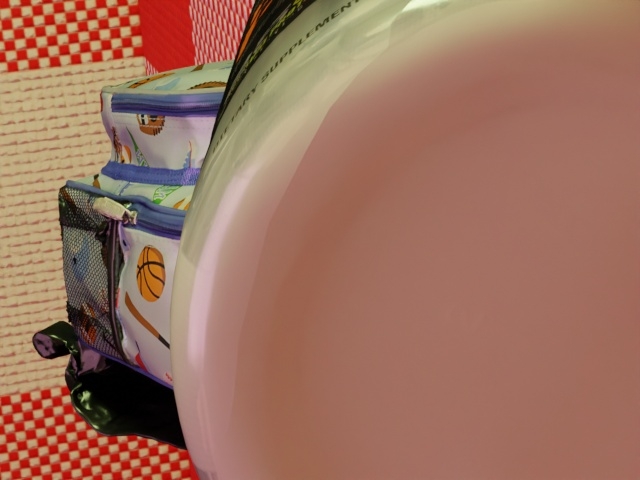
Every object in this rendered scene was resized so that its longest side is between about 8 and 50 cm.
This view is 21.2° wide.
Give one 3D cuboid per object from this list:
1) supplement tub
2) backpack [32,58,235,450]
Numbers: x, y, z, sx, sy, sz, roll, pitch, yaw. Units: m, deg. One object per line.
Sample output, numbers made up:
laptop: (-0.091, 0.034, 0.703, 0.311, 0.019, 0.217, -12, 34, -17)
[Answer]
supplement tub: (0.067, -0.021, 0.569, 0.338, 0.207, 0.207, -87, -6, -71)
backpack: (0.000, 0.000, 0.945, 0.263, 0.276, 0.213, 29, 129, 59)
